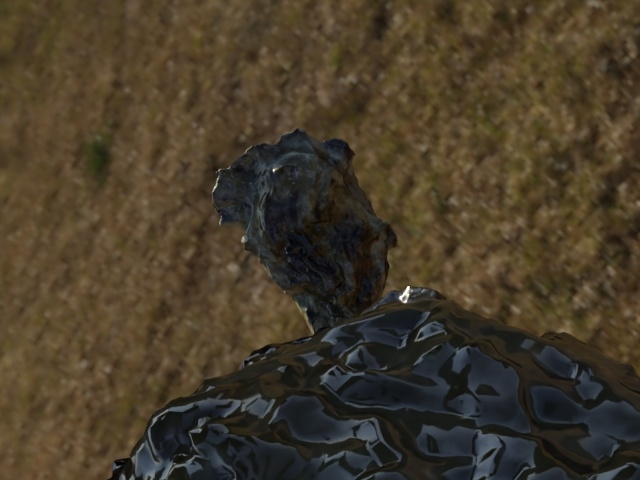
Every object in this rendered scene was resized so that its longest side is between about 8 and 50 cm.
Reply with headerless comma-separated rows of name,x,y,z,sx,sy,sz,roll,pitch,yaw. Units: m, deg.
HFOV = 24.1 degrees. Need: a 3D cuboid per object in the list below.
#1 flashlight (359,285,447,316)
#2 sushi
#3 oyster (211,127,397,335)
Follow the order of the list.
flashlight,0.096,0.128,0.853,0.093,0.232,0.093,-30,17,10
sushi,0.069,0.134,0.420,0.211,0.171,0.350,-30,32,-30
oyster,0.002,-0.002,1.068,0.108,0.165,0.053,-36,10,-4
